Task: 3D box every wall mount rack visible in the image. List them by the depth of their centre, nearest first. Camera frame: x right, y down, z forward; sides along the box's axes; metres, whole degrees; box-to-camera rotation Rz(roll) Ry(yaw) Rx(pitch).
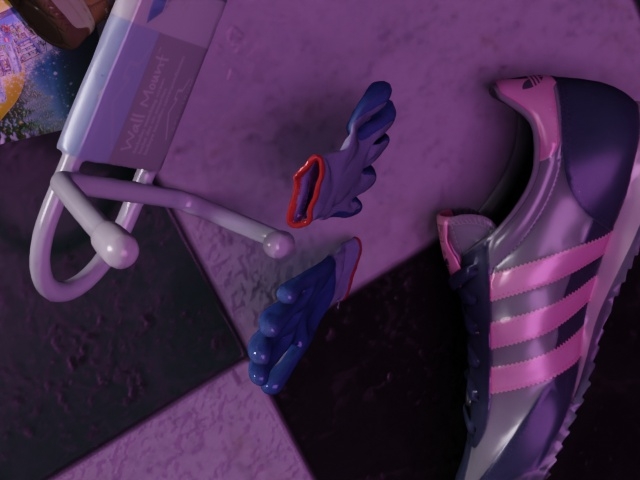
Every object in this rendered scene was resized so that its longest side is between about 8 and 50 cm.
[{"bbox_3d":[-0.061,-0.106,0.976,0.130,0.304,0.350,23,96,16],"label":"wall mount rack"}]

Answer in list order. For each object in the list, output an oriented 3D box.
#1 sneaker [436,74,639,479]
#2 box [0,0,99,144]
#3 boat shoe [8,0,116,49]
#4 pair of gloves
[{"bbox_3d":[0.125,0.041,1.197,0.131,0.112,0.319,18,94,-8],"label":"sneaker"},{"bbox_3d":[-0.220,-0.166,1.019,0.159,0.044,0.233,-15,109,-19],"label":"box"},{"bbox_3d":[-0.173,-0.197,0.976,0.072,0.068,0.190,-47,126,-19],"label":"boat shoe"},{"bbox_3d":[0.000,0.000,1.101,0.023,0.159,0.198,23,115,14],"label":"pair of gloves"}]
